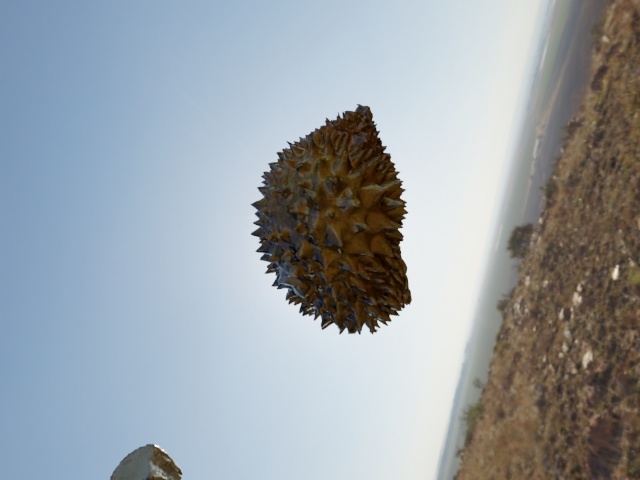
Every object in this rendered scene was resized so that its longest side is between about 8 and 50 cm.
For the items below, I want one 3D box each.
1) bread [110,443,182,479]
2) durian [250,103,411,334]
[{"bbox_3d":[-0.246,0.344,0.637,0.070,0.083,0.076,58,177,-27],"label":"bread"},{"bbox_3d":[0.001,0.008,0.457,0.249,0.183,0.137,72,-147,-43],"label":"durian"}]
